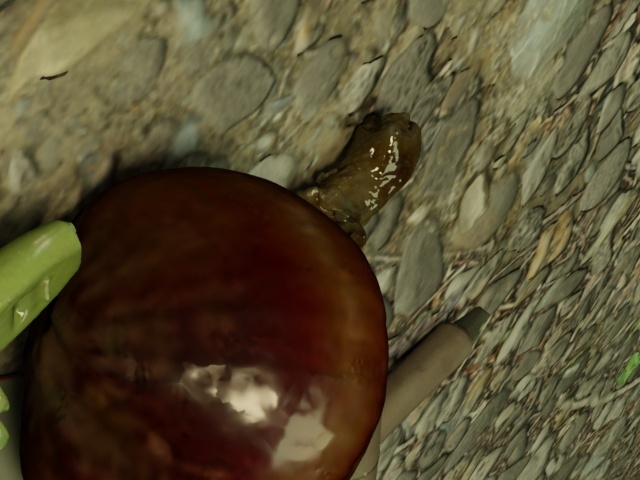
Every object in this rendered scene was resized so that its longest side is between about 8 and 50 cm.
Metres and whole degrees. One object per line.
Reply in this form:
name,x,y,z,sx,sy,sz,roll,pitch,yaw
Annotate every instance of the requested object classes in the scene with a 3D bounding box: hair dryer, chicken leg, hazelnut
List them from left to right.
hazelnut,-0.061,0.069,0.769,0.178,0.178,0.204,-2,123,-62
chicken leg,-0.002,0.000,0.949,0.198,0.069,0.085,-54,135,-19
hair dryer,0.073,0.102,1.239,0.220,0.054,0.195,-43,154,-27

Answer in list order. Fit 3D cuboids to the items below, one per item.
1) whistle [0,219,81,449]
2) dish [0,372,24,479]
whistle,-0.182,0.070,0.652,0.227,0.085,0.105,-42,163,-29
dish,-0.185,0.198,0.825,0.260,0.085,0.260,-43,154,-27
